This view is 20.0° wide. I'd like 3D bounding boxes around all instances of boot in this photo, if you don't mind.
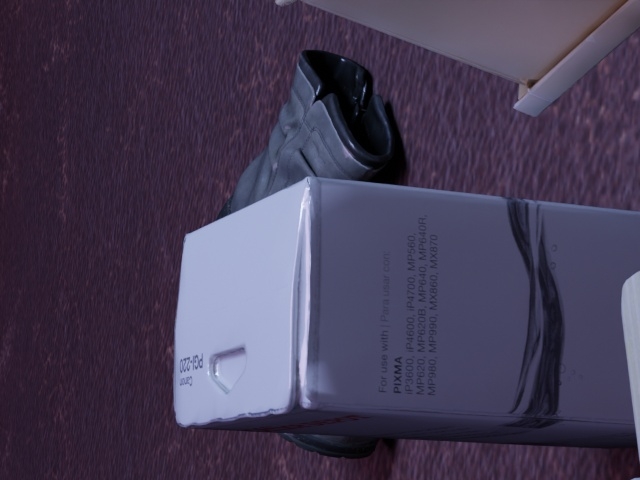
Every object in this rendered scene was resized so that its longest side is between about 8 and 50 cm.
[{"bbox_3d":[0.000,0.000,1.125,0.161,0.083,0.246,-63,33,35],"label":"boot"}]

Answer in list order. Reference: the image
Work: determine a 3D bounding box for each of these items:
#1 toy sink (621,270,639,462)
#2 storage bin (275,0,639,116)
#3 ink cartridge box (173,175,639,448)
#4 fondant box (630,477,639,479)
[{"bbox_3d":[0.194,0.107,0.510,0.131,0.153,0.234,139,131,-61],"label":"toy sink"},{"bbox_3d":[0.102,-0.227,0.668,0.262,0.123,0.260,137,147,-61],"label":"storage bin"},{"bbox_3d":[0.063,0.038,0.759,0.158,0.218,0.092,159,113,-66],"label":"ink cartridge box"},{"bbox_3d":[0.133,0.247,0.402,0.238,0.096,0.330,15,116,48],"label":"fondant box"}]
